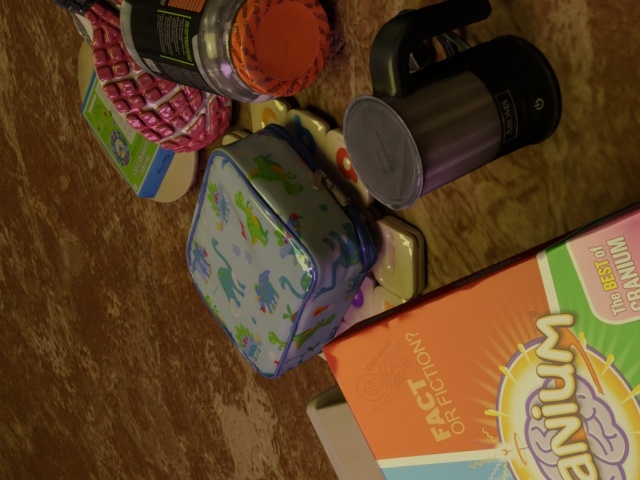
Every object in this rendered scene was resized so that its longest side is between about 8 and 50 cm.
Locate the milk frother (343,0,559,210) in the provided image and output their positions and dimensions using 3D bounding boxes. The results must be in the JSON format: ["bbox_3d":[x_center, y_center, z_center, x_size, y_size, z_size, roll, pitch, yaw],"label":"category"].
[{"bbox_3d":[0.070,-0.102,0.944,0.143,0.134,0.129,-10,103,59],"label":"milk frother"}]

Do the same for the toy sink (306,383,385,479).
[{"bbox_3d":[0.093,0.154,1.089,0.131,0.152,0.234,64,151,1],"label":"toy sink"}]

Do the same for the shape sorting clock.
[{"bbox_3d":[-0.201,-0.138,1.436,0.206,0.040,0.206,32,134,40],"label":"shape sorting clock"}]

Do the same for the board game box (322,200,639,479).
[{"bbox_3d":[0.187,0.115,0.851,0.316,0.064,0.242,-27,90,30],"label":"board game box"}]

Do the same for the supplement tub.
[{"bbox_3d":[-0.083,-0.185,1.141,0.190,0.117,0.117,23,131,49],"label":"supplement tub"}]

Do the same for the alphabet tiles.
[{"bbox_3d":[0.000,0.000,1.247,0.284,0.021,0.278,32,138,43],"label":"alphabet tiles"}]

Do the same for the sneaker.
[{"bbox_3d":[-0.184,-0.225,1.294,0.299,0.120,0.112,57,-170,-9],"label":"sneaker"}]

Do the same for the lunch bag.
[{"bbox_3d":[-0.045,0.009,1.212,0.176,0.090,0.219,50,147,21],"label":"lunch bag"}]
